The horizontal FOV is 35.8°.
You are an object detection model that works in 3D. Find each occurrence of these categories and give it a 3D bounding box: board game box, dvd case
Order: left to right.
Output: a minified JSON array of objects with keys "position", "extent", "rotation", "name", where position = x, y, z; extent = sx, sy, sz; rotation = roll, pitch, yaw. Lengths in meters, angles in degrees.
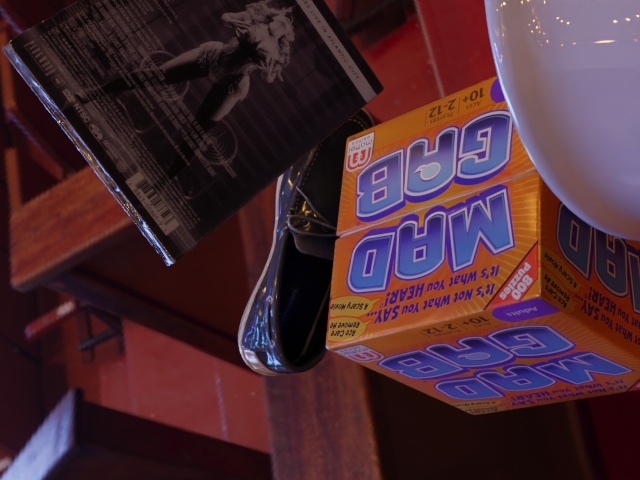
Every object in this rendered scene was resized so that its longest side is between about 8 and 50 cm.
[{"position":[-0.072,-0.112,0.657],"extent":[0.221,0.164,0.018],"rotation":[-43,12,-32],"name":"dvd case"},{"position":[0.270,0.019,1.461],"extent":[0.356,0.357,0.356],"rotation":[-19,54,41],"name":"board game box"}]

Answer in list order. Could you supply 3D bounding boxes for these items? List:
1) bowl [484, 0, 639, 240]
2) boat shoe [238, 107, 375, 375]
[{"position":[0.213,-0.135,0.422],"extent":[0.134,0.298,0.297],"rotation":[13,78,47],"name":"bowl"},{"position":[0.000,0.000,1.698],"extent":[0.156,0.187,0.500],"rotation":[11,81,61],"name":"boat shoe"}]
